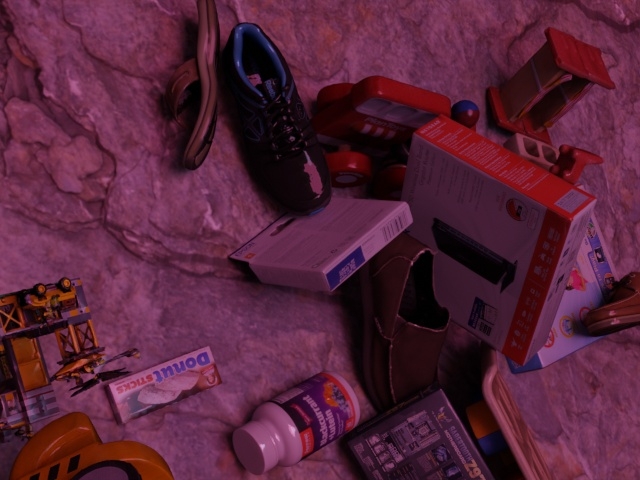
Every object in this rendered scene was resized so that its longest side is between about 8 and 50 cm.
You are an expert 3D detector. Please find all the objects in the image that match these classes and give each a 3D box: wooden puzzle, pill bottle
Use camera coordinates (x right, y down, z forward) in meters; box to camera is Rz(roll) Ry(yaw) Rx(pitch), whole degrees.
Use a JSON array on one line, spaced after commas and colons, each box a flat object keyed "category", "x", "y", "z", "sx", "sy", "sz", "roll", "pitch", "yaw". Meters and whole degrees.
[{"category": "wooden puzzle", "x": 0.332, "y": 0.358, "z": 1.786, "sx": 0.322, "sy": 0.081, "sz": 0.347, "roll": -36, "pitch": 104, "yaw": -79}, {"category": "pill bottle", "x": -0.040, "y": 0.291, "z": 1.611, "sx": 0.194, "sy": 0.108, "sz": 0.108, "roll": -24, "pitch": 91, "yaw": -37}]

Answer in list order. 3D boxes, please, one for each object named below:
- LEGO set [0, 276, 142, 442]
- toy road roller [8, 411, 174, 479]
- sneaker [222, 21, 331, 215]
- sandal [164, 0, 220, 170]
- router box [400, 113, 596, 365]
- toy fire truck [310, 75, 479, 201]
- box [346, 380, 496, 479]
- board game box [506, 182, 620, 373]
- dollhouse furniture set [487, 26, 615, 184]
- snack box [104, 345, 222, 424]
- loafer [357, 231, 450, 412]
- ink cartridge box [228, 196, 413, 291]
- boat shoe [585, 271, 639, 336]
[{"category": "LEGO set", "x": -0.412, "y": 0.180, "z": 1.282, "sx": 0.255, "sy": 0.331, "sz": 0.192, "roll": -13, "pitch": 85, "yaw": -57}, {"category": "toy road roller", "x": -0.326, "y": 0.353, "z": 1.205, "sx": 0.330, "sy": 0.240, "sz": 0.202, "roll": -24, "pitch": 124, "yaw": -10}, {"category": "sneaker", "x": -0.081, "y": -0.200, "z": 1.693, "sx": 0.125, "sy": 0.139, "sz": 0.340, "roll": -25, "pitch": 85, "yaw": -6}, {"category": "sandal", "x": -0.211, "y": -0.254, "z": 1.671, "sx": 0.086, "sy": 0.120, "sz": 0.302, "roll": 2, "pitch": 71, "yaw": -6}, {"category": "router box", "x": 0.270, "y": 0.003, "z": 1.703, "sx": 0.301, "sy": 0.335, "sz": 0.082, "roll": 33, "pitch": 48, "yaw": 27}, {"category": "toy fire truck", "x": 0.140, "y": -0.192, "z": 1.788, "sx": 0.302, "sy": 0.254, "sz": 0.169, "roll": 12, "pitch": 70, "yaw": -31}, {"category": "box", "x": 0.177, "y": 0.381, "z": 1.706, "sx": 0.183, "sy": 0.059, "sz": 0.232, "roll": -31, "pitch": 96, "yaw": 3}, {"category": "board game box", "x": 0.455, "y": 0.071, "z": 2.033, "sx": 0.302, "sy": 0.086, "sz": 0.308, "roll": -18, "pitch": 87, "yaw": -37}, {"category": "dollhouse furniture set", "x": 0.474, "y": -0.208, "z": 1.996, "sx": 0.152, "sy": 0.201, "sz": 0.374, "roll": 16, "pitch": 49, "yaw": -29}, {"category": "snack box", "x": -0.237, "y": 0.219, "z": 1.550, "sx": 0.178, "sy": 0.022, "sz": 0.064, "roll": -19, "pitch": 86, "yaw": -37}, {"category": "loafer", "x": 0.148, "y": 0.158, "z": 1.720, "sx": 0.134, "sy": 0.130, "sz": 0.365, "roll": -26, "pitch": 113, "yaw": -37}, {"category": "ink cartridge box", "x": 0.000, "y": 0.000, "z": 1.672, "sx": 0.223, "sy": 0.224, "sz": 0.045, "roll": -39, "pitch": 121, "yaw": -35}, {"category": "boat shoe", "x": 0.609, "y": 0.119, "z": 2.013, "sx": 0.307, "sy": 0.111, "sz": 0.104, "roll": -5, "pitch": 75, "yaw": -46}]
